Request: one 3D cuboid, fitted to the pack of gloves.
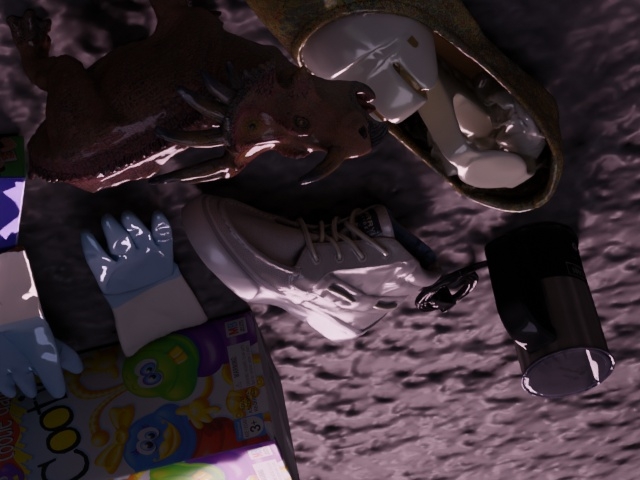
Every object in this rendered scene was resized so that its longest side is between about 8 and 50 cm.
[{"bbox_3d":[-0.198,0.068,1.499,0.195,0.046,0.232,-23,151,-5],"label":"pack of gloves"}]

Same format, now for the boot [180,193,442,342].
[{"bbox_3d":[0.000,0.000,1.487,0.123,0.095,0.258,-33,149,19],"label":"boot"}]

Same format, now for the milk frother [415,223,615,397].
[{"bbox_3d":[0.169,0.073,1.585,0.129,0.134,0.143,16,137,-33],"label":"milk frother"}]

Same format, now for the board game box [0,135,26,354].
[{"bbox_3d":[-0.360,0.030,1.449,0.214,0.046,0.317,0,143,-15],"label":"board game box"}]

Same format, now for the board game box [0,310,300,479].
[{"bbox_3d":[-0.171,0.189,1.642,0.275,0.142,0.144,-14,145,3],"label":"board game box"}]

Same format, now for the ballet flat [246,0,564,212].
[{"bbox_3d":[0.073,-0.117,1.307,0.123,0.123,0.348,-31,141,25],"label":"ballet flat"}]

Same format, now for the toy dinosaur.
[{"bbox_3d":[-0.118,-0.087,1.215,0.296,0.200,0.127,-27,143,25],"label":"toy dinosaur"}]
